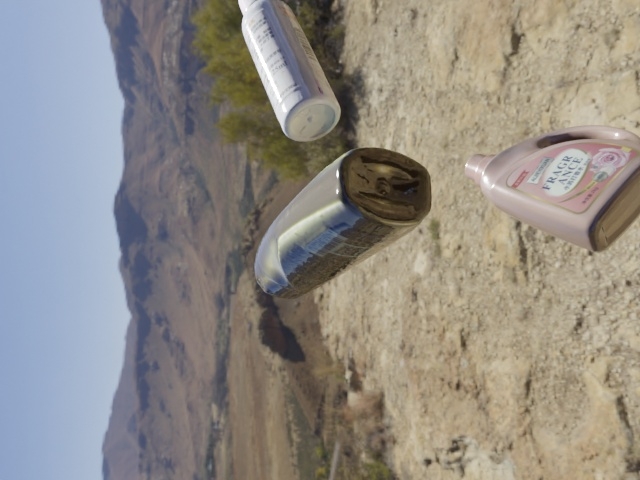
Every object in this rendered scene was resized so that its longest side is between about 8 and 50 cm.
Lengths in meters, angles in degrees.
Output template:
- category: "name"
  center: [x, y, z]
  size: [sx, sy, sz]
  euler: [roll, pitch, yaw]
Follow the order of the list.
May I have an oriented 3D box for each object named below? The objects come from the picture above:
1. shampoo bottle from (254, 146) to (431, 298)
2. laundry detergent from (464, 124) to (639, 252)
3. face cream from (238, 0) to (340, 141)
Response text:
- category: "shampoo bottle"
  center: [0.000, 0.000, 0.724]
  size: [0.350, 0.126, 0.083]
  euler: [139, 137, -61]
- category: "laundry detergent"
  center: [0.321, -0.094, 0.790]
  size: [0.171, 0.076, 0.237]
  euler: [-45, 39, -7]
- category: "face cream"
  center: [-0.053, -0.257, 0.806]
  size: [0.082, 0.082, 0.268]
  euler: [113, 142, -52]
